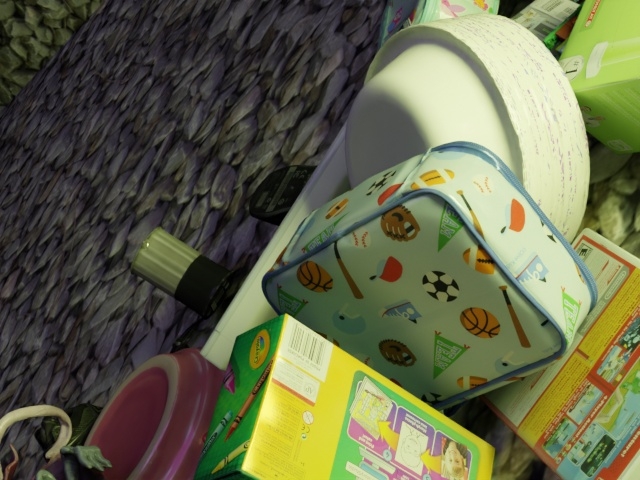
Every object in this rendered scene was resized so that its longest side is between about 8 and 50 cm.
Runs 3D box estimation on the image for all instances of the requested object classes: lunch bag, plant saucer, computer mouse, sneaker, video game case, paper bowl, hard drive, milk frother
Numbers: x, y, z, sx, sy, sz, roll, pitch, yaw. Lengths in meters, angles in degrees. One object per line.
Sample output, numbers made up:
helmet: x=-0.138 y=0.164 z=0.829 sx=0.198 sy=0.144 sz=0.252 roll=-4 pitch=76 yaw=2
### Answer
lunch bag: x=0.148 y=-0.296 z=1.911 sx=0.224 sy=0.108 sz=0.279 roll=-51 pitch=18 yaw=49
plant saucer: x=-0.240 y=0.284 z=1.991 sx=0.332 sy=0.084 sz=0.332 roll=-42 pitch=28 yaw=29
computer mouse: x=-0.008 y=-0.030 z=1.982 sx=0.262 sy=0.060 sz=0.184 roll=-10 pitch=46 yaw=44
sneaker: x=-0.383 y=0.343 z=2.134 sx=0.087 sy=0.130 sz=0.227 roll=-17 pitch=47 yaw=58
video game case: x=0.257 y=0.114 z=1.333 sx=0.204 sy=0.025 sz=0.285 roll=-54 pitch=23 yaw=4
paper bowl: x=0.132 y=-0.086 z=1.493 sx=0.284 sy=0.148 sz=0.284 roll=34 pitch=131 yaw=49
hard drive: x=0.000 y=0.000 z=1.743 sx=0.353 sy=0.047 sz=0.233 roll=-57 pitch=-16 yaw=5
milk frother: x=-0.221 y=0.080 z=2.130 sx=0.143 sy=0.135 sz=0.129 roll=-53 pitch=-11 yaw=-30
lunch bag: x=0.102 y=0.054 z=1.394 sx=0.303 sy=0.243 sz=0.115 roll=-29 pitch=19 yaw=45

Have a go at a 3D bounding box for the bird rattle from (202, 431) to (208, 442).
bird rattle: x=-0.013 y=0.179 z=1.705 sx=0.207 sy=0.143 sz=0.253 roll=-57 pitch=8 yaw=-30

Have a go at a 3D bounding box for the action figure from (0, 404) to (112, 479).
action figure: x=-0.417 y=0.432 z=1.847 sx=0.276 sy=0.248 sz=0.370 roll=45 pitch=116 yaw=39

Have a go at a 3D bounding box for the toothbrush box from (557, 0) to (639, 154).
toothbrush box: x=0.378 y=-0.209 z=1.390 sx=0.283 sy=0.122 sz=0.206 roll=-8 pitch=53 yaw=61

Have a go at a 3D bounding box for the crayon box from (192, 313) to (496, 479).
crayon box: x=0.030 y=0.211 z=1.328 sx=0.081 sy=0.278 sz=0.165 roll=-29 pitch=35 yaw=44

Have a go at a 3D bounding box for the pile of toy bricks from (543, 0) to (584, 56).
pile of toy bricks: x=0.300 y=-0.214 z=1.569 sx=0.212 sy=0.118 sz=0.105 roll=-45 pitch=46 yaw=-1

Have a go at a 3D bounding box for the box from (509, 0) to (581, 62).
box: x=0.232 y=-0.217 z=1.712 sx=0.186 sy=0.038 sz=0.145 roll=-36 pitch=25 yaw=-2
